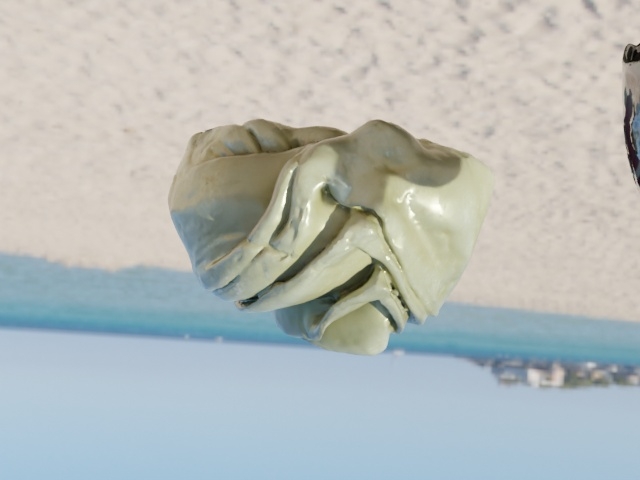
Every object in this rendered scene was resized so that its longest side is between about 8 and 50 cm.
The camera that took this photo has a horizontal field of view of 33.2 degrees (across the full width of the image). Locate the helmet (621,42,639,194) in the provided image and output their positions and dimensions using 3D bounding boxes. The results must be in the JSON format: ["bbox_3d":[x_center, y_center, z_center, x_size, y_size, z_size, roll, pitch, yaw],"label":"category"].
[{"bbox_3d":[0.198,-0.027,0.439,0.153,0.107,0.177,14,-163,33],"label":"helmet"}]

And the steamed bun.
[{"bbox_3d":[-0.002,0.001,1.071,0.289,0.203,0.276,14,164,-18],"label":"steamed bun"}]
